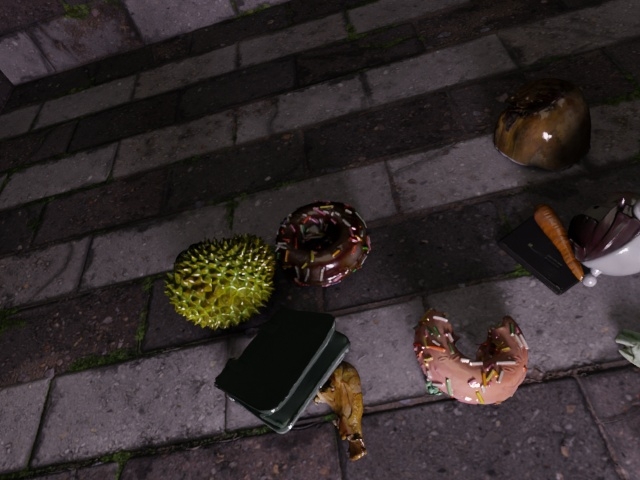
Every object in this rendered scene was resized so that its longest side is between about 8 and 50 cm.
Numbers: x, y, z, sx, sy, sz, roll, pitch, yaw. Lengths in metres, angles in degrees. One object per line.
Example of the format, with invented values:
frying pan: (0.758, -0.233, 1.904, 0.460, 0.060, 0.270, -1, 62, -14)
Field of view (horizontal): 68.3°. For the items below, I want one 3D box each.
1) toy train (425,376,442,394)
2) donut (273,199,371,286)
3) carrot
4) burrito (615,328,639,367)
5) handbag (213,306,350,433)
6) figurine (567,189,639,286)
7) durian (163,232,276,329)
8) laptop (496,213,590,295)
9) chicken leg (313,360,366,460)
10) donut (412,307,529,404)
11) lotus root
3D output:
toy train: (0.252, 0.284, 0.989, 0.083, 0.033, 0.053, -33, 46, -10)
donut: (0.000, 0.000, 1.251, 0.269, 0.103, 0.270, -10, 49, 11)
carrot: (0.555, 0.003, 1.090, 0.048, 0.048, 0.216, -18, 57, 4)
burrito: (0.632, 0.219, 0.911, 0.118, 0.044, 0.074, 31, 71, 30)
handbag: (-0.088, 0.263, 1.035, 0.260, 0.079, 0.247, 4, 47, 52)
figurine: (0.685, -0.047, 0.986, 0.370, 0.281, 0.167, -31, 84, 2)
durian: (-0.232, 0.101, 1.162, 0.291, 0.291, 0.225, -25, 85, -2)
laptop: (0.533, 0.028, 1.110, 0.135, 0.016, 0.197, -34, 50, -8)
chicken leg: (0.043, 0.346, 0.975, 0.101, 0.085, 0.207, -1, 51, -15)
donut: (0.307, 0.226, 0.953, 0.232, 0.085, 0.199, 3, 49, 2)
lotus root: (0.601, -0.333, 1.277, 0.272, 0.192, 0.272, -13, 51, 17)
